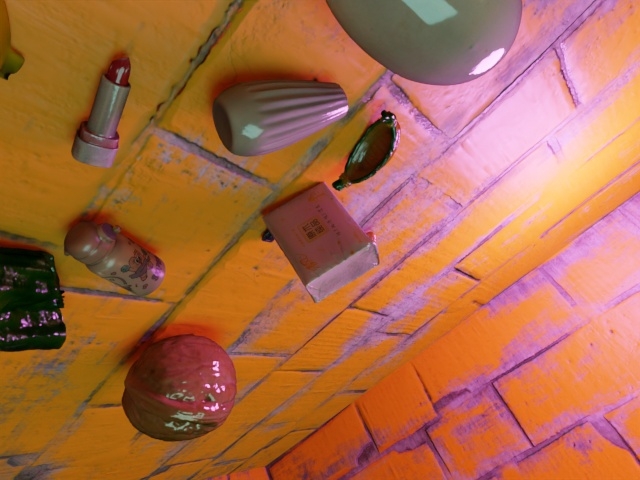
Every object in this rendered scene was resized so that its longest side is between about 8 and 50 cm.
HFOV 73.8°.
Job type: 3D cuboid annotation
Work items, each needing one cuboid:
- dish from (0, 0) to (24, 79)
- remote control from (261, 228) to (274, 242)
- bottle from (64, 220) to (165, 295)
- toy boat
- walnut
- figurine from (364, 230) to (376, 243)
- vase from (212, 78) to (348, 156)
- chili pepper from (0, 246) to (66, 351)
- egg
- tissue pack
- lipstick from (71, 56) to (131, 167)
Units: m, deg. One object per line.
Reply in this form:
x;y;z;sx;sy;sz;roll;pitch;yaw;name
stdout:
-0.495;-0.249;0.473;0.263;0.108;0.221;-5;140;-29;dish
-0.115;-0.033;1.094;0.039;0.014;0.096;13;127;-45;remote control
-0.422;0.033;0.890;0.110;0.097;0.209;-29;146;5;bottle
0.111;-0.199;0.972;0.088;0.089;0.229;-13;149;-44;toy boat
-0.408;0.428;1.249;0.333;0.332;0.332;-19;144;-14;walnut
0.113;0.003;1.272;0.109;0.047;0.064;-19;153;2;figurine
-0.064;-0.235;0.782;0.248;0.128;0.128;-21;146;-26;vase
-0.629;0.112;0.788;0.213;0.167;0.385;-33;146;10;chili pepper
0.157;-0.376;0.657;0.371;0.229;0.230;11;129;-36;egg
0.000;0.000;1.015;0.185;0.225;0.124;-32;148;-6;tissue pack
-0.340;-0.210;0.681;0.063;0.057;0.186;9;125;-42;lipstick
